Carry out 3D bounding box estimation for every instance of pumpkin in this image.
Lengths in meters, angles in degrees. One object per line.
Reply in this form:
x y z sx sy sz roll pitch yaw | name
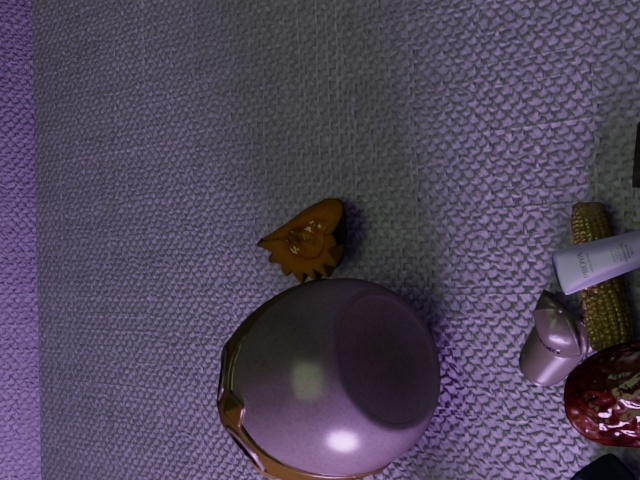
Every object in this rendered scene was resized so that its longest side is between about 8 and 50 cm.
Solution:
0.000 0.000 2.323 0.254 0.149 0.130 -10 122 46 | pumpkin

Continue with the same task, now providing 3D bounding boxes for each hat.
0.420 0.192 1.897 0.147 0.085 0.175 46 119 33 | hat

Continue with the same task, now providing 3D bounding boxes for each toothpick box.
-0.008 0.294 2.093 0.425 0.409 0.409 -28 71 45 | toothpick box

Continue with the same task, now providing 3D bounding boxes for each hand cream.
0.523 0.020 1.755 0.255 0.048 0.079 -19 74 17 | hand cream

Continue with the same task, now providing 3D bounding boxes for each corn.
0.496 0.070 1.825 0.086 0.086 0.288 -18 76 43 | corn

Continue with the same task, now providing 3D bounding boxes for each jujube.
0.537 0.256 1.722 0.243 0.183 0.183 -15 79 43 | jujube

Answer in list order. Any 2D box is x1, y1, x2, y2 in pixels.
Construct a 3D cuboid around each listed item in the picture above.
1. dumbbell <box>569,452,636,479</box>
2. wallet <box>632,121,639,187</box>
0.548 0.518 1.732 0.325 0.144 0.160 47 119 33 | dumbbell
0.632 -0.141 1.720 0.230 0.042 0.124 8 92 43 | wallet
